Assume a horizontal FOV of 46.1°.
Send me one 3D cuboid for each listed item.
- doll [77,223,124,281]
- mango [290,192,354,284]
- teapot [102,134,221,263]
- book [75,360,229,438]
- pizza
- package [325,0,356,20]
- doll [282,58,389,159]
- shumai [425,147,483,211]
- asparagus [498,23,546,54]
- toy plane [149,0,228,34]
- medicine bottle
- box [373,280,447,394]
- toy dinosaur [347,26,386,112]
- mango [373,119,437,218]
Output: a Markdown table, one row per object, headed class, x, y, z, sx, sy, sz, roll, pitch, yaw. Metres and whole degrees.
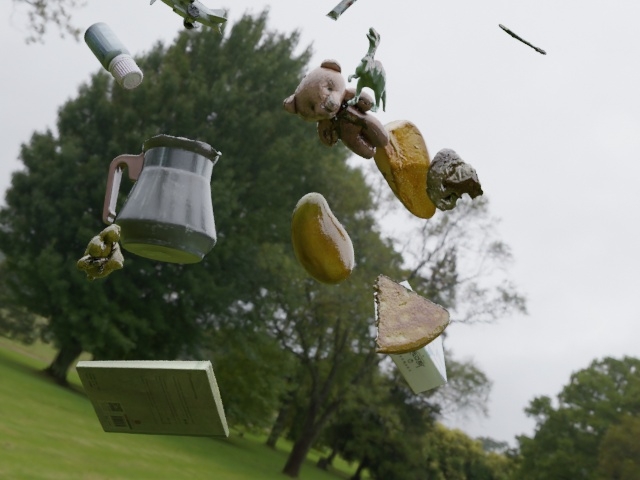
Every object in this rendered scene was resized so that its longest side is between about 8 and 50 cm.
| class | x | y | z | sx | sy | sz | roll | pitch | yaw |
| --- | --- | --- | --- | --- | --- | --- | --- | --- | --- |
| doll | -0.512 | 0.031 | 1.790 | 0.097 | 0.137 | 0.209 | 35 | -20 | -6 |
| mango | 0.000 | 0.000 | 1.765 | 0.227 | 0.136 | 0.099 | 70 | -13 | -14 |
| teapot | -0.483 | -0.133 | 2.296 | 0.376 | 0.362 | 0.305 | 4 | -15 | 16 |
| book | -0.340 | 0.327 | 1.535 | 0.282 | 0.025 | 0.215 | 0 | -54 | 10 |
| pizza | 0.187 | 0.163 | 1.711 | 0.201 | 0.193 | 0.053 | -15 | -27 | -15 |
| package | 0.060 | -0.573 | 1.825 | 0.037 | 0.110 | 0.015 | 38 | -13 | 26 |
| doll | 0.060 | -0.341 | 2.080 | 0.303 | 0.201 | 0.156 | 41 | 17 | -11 |
| shumai | 0.307 | -0.148 | 1.750 | 0.105 | 0.139 | 0.123 | -25 | -19 | 37 |
| asparagus | 0.478 | -0.472 | 1.775 | 0.166 | 0.016 | 0.013 | 21 | 14 | -30 |
| toy plane | -0.266 | -0.464 | 1.483 | 0.171 | 0.066 | 0.162 | 21 | -13 | -14 |
| medicine bottle | -0.549 | -0.489 | 1.998 | 0.203 | 0.083 | 0.083 | 52 | 1 | 24 |
| box | 0.274 | 0.295 | 2.282 | 0.116 | 0.203 | 0.274 | -23 | -59 | 17 |
| toy dinosaur | 0.132 | -0.380 | 1.778 | 0.053 | 0.167 | 0.242 | 28 | 3 | 32 |
| mango | 0.297 | -0.231 | 2.474 | 0.201 | 0.199 | 0.350 | -17 | -73 | 43 |
